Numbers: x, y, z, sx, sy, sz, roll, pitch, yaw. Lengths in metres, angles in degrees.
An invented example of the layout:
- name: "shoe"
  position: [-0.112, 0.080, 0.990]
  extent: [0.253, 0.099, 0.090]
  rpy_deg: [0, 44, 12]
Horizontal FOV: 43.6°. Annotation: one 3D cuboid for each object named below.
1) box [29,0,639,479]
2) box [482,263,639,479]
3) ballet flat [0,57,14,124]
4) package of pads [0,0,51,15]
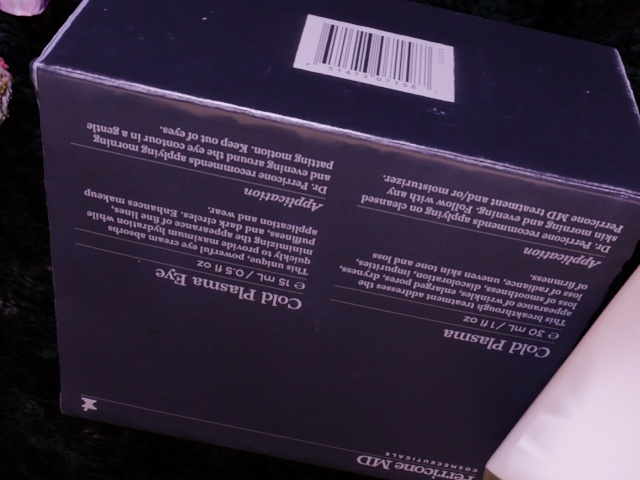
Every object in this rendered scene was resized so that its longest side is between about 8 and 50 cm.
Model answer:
- name: "box"
  position: [0.000, 0.000, 0.574]
  extent: [0.343, 0.179, 0.312]
  rpy_deg: [13, 131, -2]
- name: "box"
  position: [0.241, 0.067, 0.490]
  extent: [0.121, 0.311, 0.148]
  rpy_deg: [36, 165, 23]
- name: "ballet flat"
  position: [-0.292, -0.171, 0.535]
  extent: [0.091, 0.077, 0.241]
  rpy_deg: [-8, 128, 22]
- name: "package of pads"
  position: [-0.191, -0.193, 0.516]
  extent: [0.032, 0.050, 0.083]
  rpy_deg: [10, 132, 0]
